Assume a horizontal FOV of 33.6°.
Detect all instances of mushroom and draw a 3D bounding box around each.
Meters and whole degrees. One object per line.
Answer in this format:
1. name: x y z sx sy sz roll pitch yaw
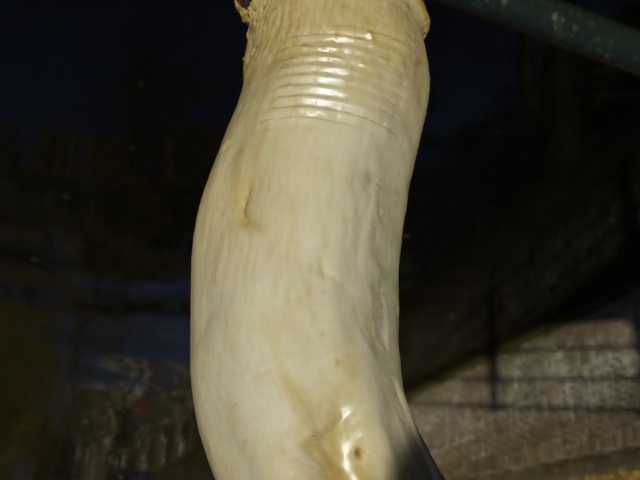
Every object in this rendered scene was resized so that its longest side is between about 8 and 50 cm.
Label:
1. mushroom: 0.000 0.000 0.501 0.122 0.351 0.095 -6 148 8
